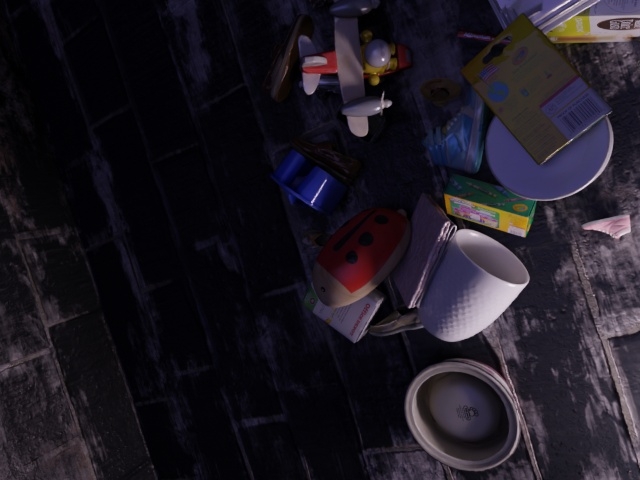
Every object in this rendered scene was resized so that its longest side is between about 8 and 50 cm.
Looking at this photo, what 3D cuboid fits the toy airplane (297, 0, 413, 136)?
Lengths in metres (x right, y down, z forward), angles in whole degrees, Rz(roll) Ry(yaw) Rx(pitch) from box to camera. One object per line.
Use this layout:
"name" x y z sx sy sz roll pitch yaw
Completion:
"toy airplane" 0.115 -0.600 1.702 0.384 0.386 0.272 -56 26 -11

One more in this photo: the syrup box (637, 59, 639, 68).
"syrup box" 1.005 -0.435 1.451 0.093 0.096 0.236 -33 82 27

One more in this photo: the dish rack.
"dish rack" 0.568 -0.687 1.271 0.333 0.072 0.285 -28 86 32

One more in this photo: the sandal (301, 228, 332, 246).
"sandal" 0.000 0.000 2.096 0.180 0.049 0.072 15 106 25

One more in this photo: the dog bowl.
"dog bowl" 0.518 0.608 1.873 0.408 0.150 0.407 5 101 27

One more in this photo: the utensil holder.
"utensil holder" 0.664 -0.278 1.497 0.328 0.385 0.327 6 102 28

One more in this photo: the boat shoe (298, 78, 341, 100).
"boat shoe" 0.022 -0.573 1.969 0.229 0.080 0.076 5 100 20

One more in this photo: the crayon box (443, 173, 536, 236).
"crayon box" 0.554 -0.115 1.702 0.279 0.165 0.081 20 76 24

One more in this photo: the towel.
"towel" 0.345 0.031 1.791 0.054 0.317 0.331 16 109 -11

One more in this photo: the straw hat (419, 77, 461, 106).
"straw hat" 0.410 -0.494 1.774 0.145 0.144 0.061 18 145 24

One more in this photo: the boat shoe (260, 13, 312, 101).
"boat shoe" -0.143 -0.719 2.005 0.123 0.123 0.341 34 119 18

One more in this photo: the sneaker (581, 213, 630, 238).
"sneaker" 0.893 -0.035 1.609 0.135 0.051 0.070 -13 88 25

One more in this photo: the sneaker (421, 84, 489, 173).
"sneaker" 0.449 -0.392 1.741 0.208 0.127 0.318 11 103 25

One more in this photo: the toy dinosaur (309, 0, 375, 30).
"toy dinosaur" 0.102 -0.890 1.831 0.322 0.165 0.218 -20 72 51

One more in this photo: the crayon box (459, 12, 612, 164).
"crayon box" 0.529 -0.372 1.285 0.202 0.081 0.318 -40 80 27

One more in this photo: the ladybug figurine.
"ladybug figurine" 0.135 0.038 1.867 0.449 0.162 0.305 -47 34 -4

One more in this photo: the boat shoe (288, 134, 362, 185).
"boat shoe" 0.022 -0.334 1.999 0.307 0.111 0.104 34 104 10

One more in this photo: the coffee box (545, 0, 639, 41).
"coffee box" 0.764 -0.736 1.386 0.335 0.338 0.337 11 103 27

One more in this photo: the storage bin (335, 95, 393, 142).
"storage bin" 0.160 -0.453 1.908 0.180 0.084 0.122 43 116 16

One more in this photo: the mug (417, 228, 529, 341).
"mug" 0.465 0.141 1.773 0.328 0.276 0.374 -62 41 30

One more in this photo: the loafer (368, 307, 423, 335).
"loafer" 0.298 0.305 1.976 0.251 0.094 0.087 -17 85 21

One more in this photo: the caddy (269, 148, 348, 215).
"caddy" -0.049 -0.197 1.937 0.241 0.341 0.179 36 96 18

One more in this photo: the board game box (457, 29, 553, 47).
"board game box" 0.583 -0.614 1.617 0.282 0.145 0.027 19 105 24

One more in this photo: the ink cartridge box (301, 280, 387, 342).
"ink cartridge box" 0.092 0.238 2.050 0.278 0.117 0.201 34 113 20
